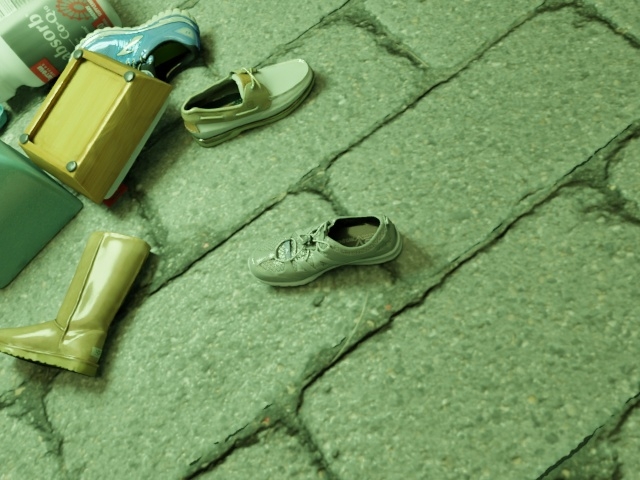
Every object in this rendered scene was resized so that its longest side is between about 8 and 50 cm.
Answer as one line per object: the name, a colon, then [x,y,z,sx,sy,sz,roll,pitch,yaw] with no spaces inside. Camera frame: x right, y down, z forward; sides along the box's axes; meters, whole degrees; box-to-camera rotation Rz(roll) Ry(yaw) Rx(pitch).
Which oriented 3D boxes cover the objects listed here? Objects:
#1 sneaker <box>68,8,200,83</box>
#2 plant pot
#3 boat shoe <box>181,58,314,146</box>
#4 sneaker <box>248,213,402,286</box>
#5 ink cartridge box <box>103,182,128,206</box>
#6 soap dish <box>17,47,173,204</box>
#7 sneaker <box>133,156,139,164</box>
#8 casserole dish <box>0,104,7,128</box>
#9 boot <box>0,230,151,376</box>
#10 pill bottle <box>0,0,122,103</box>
sneaker: [-0.434,-0.423,1.274,0.330,0.130,0.147,-22,59,2]
plant pot: [-0.712,-0.100,1.112,0.248,0.252,0.247,33,77,26]
boat shoe: [-0.152,-0.309,1.163,0.302,0.103,0.113,-31,62,-3]
sneaker: [0.000,0.000,0.968,0.281,0.115,0.105,-15,62,6]
ink cartridge box: [-0.483,-0.127,1.195,0.115,0.029,0.063,34,76,26]
soap dish: [-0.475,-0.251,1.141,0.229,0.118,0.291,29,85,24]
sneaker: [-0.478,-0.207,1.224,0.089,0.051,0.170,-38,62,0]
casserole dish: [-0.865,-0.308,1.373,0.188,0.037,0.114,24,72,22]
boot: [-0.480,0.109,1.053,0.236,0.089,0.270,12,67,7]
pill bottle: [-0.695,-0.511,1.333,0.363,0.210,0.210,-39,62,-6]
